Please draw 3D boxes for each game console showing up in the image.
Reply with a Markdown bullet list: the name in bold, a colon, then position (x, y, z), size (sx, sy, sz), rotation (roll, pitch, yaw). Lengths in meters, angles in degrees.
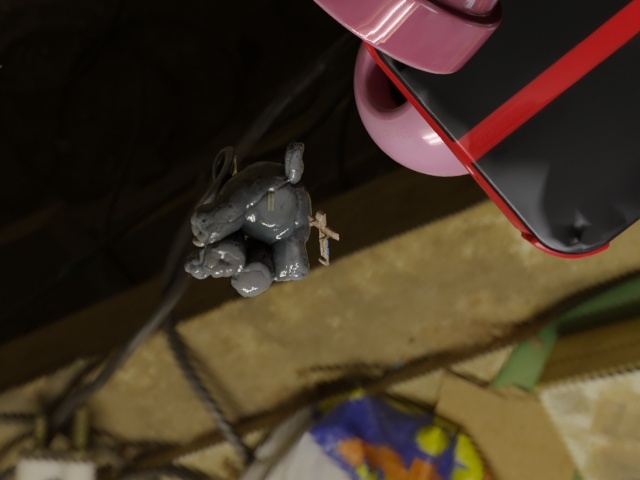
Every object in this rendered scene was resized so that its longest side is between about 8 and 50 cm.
- **game console**: position (0.283, -0.199, 1.570), size (0.386, 0.060, 0.342), rotation (-39, 107, 9)

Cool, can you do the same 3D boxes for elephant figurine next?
- **elephant figurine**: position (-0.099, -0.034, 2.046), size (0.186, 0.239, 0.169), rotation (-22, 106, -5)

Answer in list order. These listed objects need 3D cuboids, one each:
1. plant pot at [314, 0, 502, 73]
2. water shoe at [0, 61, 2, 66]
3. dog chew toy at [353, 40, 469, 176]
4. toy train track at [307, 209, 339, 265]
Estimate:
- **plant pot**: position (0.083, -0.256, 1.219), size (0.201, 0.201, 0.180), rotation (38, 116, -3)
- **water shoe**: position (-0.394, -0.192, 1.729), size (0.080, 0.073, 0.203), rotation (49, 169, -18)
- **dog chew toy**: position (0.196, -0.165, 1.782), size (0.206, 0.331, 0.207), rotation (-7, 81, 48)
- **toy train track**: position (0.000, 0.000, 1.827), size (0.048, 0.014, 0.083), rotation (34, 148, 31)
